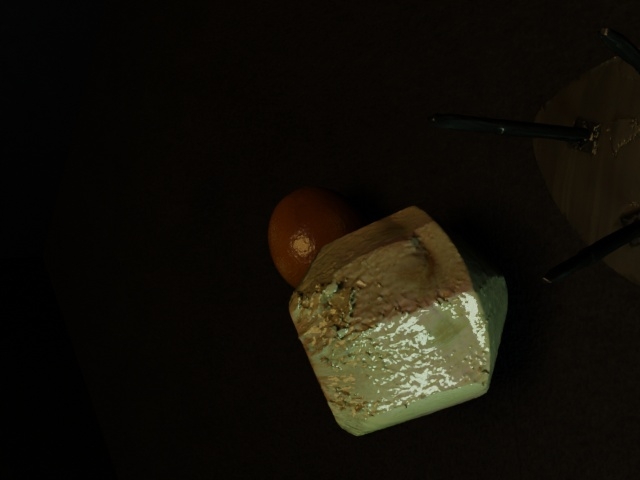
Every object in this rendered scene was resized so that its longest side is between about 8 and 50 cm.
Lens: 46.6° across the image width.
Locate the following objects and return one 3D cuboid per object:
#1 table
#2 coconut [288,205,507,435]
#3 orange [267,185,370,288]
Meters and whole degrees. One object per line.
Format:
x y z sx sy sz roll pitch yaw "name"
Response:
0.298 -0.107 0.878 0.317 0.249 0.317 4 95 53 "table"
0.125 0.112 1.097 0.297 0.310 0.297 157 90 -89 "coconut"
0.000 0.000 1.333 0.206 0.206 0.205 4 95 53 "orange"
